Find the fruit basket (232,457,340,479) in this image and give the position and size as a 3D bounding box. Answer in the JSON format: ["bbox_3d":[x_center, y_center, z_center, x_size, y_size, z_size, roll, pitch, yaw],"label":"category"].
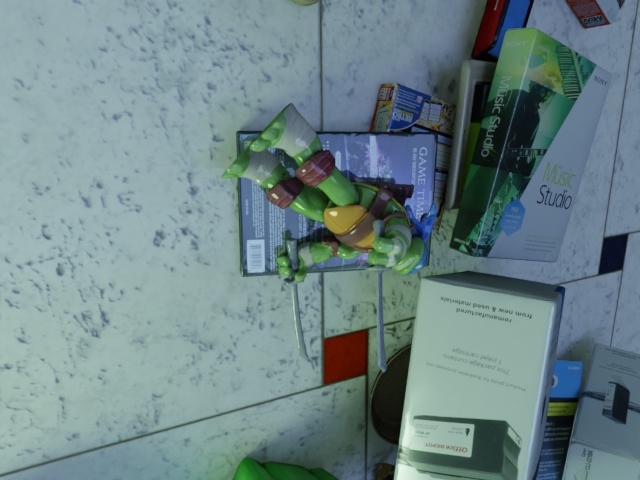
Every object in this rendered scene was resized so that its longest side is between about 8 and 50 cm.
[{"bbox_3d":[-0.051,0.524,0.633,0.283,0.392,0.391,24,92,-30],"label":"fruit basket"}]

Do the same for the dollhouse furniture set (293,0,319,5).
[{"bbox_3d":[0.179,-0.388,0.509,0.394,0.362,0.256,-45,118,-15],"label":"dollhouse furniture set"}]

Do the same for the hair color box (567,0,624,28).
[{"bbox_3d":[0.443,-0.447,0.805,0.167,0.053,0.093,33,86,-31],"label":"hair color box"}]

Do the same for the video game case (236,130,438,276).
[{"bbox_3d":[0.025,-0.051,0.676,0.275,0.026,0.195,-3,105,-12],"label":"video game case"}]

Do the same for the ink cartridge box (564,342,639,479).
[{"bbox_3d":[0.576,0.376,0.976,0.273,0.114,0.196,-42,132,-42],"label":"ink cartridge box"}]

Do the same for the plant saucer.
[{"bbox_3d":[0.163,0.261,0.859,0.199,0.036,0.198,-7,107,-24],"label":"plant saucer"}]

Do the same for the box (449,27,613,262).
[{"bbox_3d":[0.330,-0.128,0.755,0.233,0.058,0.321,4,102,-37],"label":"box"}]

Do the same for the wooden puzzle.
[{"bbox_3d":[0.289,-0.163,0.774,0.239,0.044,0.220,-11,111,-38],"label":"wooden puzzle"}]

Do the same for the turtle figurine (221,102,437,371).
[{"bbox_3d":[0.000,0.000,0.569,0.266,0.198,0.274,43,89,-14],"label":"turtle figurine"}]

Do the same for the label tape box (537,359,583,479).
[{"bbox_3d":[0.358,0.384,0.946,0.249,0.115,0.347,11,89,-29],"label":"label tape box"}]

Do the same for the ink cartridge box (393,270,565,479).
[{"bbox_3d":[0.233,0.252,0.705,0.286,0.166,0.394,2,96,-62],"label":"ink cartridge box"}]

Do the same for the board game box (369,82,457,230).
[{"bbox_3d":[0.138,-0.121,0.740,0.147,0.045,0.193,10,99,-29],"label":"board game box"}]

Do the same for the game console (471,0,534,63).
[{"bbox_3d":[0.294,-0.342,0.742,0.085,0.124,0.143,14,97,-2],"label":"game console"}]

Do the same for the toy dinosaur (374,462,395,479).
[{"bbox_3d":[0.124,0.441,0.885,0.212,0.064,0.112,-30,147,-22],"label":"toy dinosaur"}]
